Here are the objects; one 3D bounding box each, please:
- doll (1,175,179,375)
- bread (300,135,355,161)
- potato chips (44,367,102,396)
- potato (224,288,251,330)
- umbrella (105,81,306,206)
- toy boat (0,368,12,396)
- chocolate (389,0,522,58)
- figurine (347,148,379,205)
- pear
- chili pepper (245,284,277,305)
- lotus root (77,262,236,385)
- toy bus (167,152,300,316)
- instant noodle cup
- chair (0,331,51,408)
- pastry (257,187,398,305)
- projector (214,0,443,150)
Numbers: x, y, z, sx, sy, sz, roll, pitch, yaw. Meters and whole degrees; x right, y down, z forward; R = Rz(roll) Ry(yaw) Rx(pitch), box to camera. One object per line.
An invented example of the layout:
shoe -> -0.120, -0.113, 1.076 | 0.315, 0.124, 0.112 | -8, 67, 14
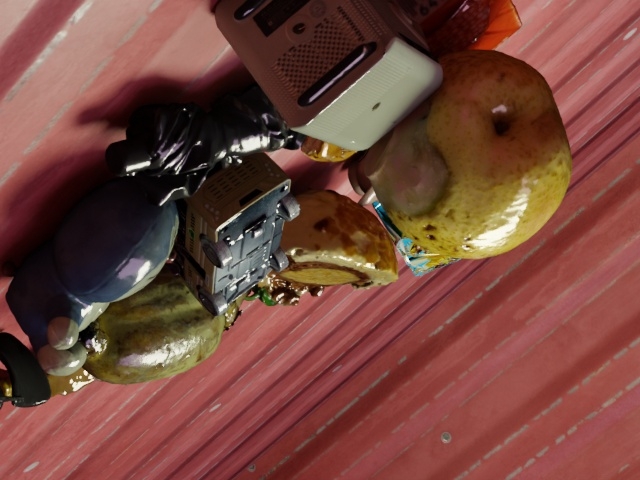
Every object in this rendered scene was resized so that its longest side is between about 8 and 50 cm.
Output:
doll -> -0.275, 0.028, 1.451 | 0.258, 0.154, 0.228 | -35, -160, 22
bread -> 0.023, -0.149, 1.755 | 0.106, 0.053, 0.072 | -5, 143, -53
potato chips -> -0.368, 0.180, 1.858 | 0.195, 0.061, 0.208 | -34, 167, 14
potato -> -0.171, 0.070, 1.974 | 0.101, 0.089, 0.172 | -24, -148, 49
umbrella -> -0.135, -0.121, 1.383 | 0.272, 0.110, 0.122 | -24, 161, -43
toy boat -> -0.533, 0.268, 1.696 | 0.318, 0.099, 0.141 | -39, 161, 21
chocolate -> 0.135, -0.270, 1.541 | 0.237, 0.108, 0.235 | -41, 164, 10
figurine -> 0.114, -0.117, 1.946 | 0.138, 0.125, 0.125 | -59, 158, 17
pear -> 0.191, -0.110, 1.457 | 0.271, 0.271, 0.271 | -34, 165, -11
chili pepper -> -0.035, 0.046, 2.186 | 0.257, 0.074, 0.100 | -38, 163, -11
lotus root -> -0.263, 0.117, 1.701 | 0.309, 0.173, 0.173 | -9, 149, -49
toy bus -> -0.134, -0.023, 1.591 | 0.139, 0.157, 0.289 | -36, 163, -20
instant noodle cup -> 0.213, -0.051, 2.171 | 0.178, 0.240, 0.240 | -29, 166, 10
chair -> -0.475, 0.195, 1.533 | 0.145, 0.140, 0.221 | -39, 168, 8
pastry -> 0.005, -0.003, 1.897 | 0.237, 0.170, 0.256 | -5, 160, 12
projector -> 0.017, -0.213, 1.315 | 0.163, 0.177, 0.242 | -39, 164, 17
